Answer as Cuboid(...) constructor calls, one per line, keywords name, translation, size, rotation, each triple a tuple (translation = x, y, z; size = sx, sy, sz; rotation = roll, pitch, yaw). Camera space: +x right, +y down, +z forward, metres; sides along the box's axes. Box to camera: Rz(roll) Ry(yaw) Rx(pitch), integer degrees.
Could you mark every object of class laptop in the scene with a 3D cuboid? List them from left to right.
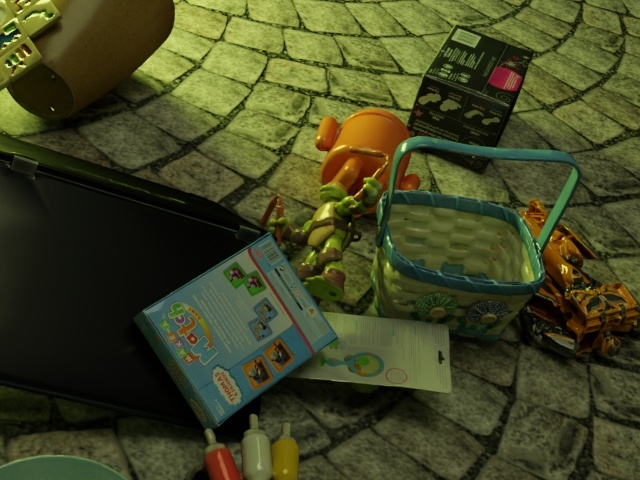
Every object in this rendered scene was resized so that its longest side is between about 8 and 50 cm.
Cuboid(name="laptop", translation=(-0.277, 0.041, 1.517), size=(0.382, 0.236, 0.408), rotation=(18, 4, -25))

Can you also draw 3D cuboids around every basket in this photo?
Cuboid(name="basket", translation=(0.198, -0.006, 1.620), size=(0.254, 0.289, 0.201), rotation=(5, 33, -12))

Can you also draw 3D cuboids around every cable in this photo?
Cuboid(name="cable", translation=(-0.065, 0.313, 1.274), size=(0.139, 0.072, 0.287), rotation=(-3, 41, -18))

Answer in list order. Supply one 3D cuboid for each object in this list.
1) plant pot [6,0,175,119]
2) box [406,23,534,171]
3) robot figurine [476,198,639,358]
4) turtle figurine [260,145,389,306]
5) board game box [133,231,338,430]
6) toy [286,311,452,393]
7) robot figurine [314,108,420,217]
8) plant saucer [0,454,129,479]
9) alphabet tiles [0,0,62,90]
Cuboid(name="plant pot", translation=(-0.383, -0.313, 1.869), size=(0.237, 0.237, 0.254), rotation=(19, 49, 3))
Cuboid(name="box", translation=(0.262, -0.256, 2.108), size=(0.163, 0.142, 0.247), rotation=(22, 35, 8))
Cuboid(name="robot figurine", translation=(0.352, 0.059, 1.775), size=(0.211, 0.085, 0.291), rotation=(-11, 44, -32))
Cuboid(name="turtle figurine", translation=(0.000, 0.000, 1.650), size=(0.087, 0.269, 0.217), rotation=(36, 50, -31))
Cuboid(name="board game box", translation=(-0.098, 0.106, 1.436), size=(0.211, 0.039, 0.160), rotation=(-33, 90, -38))
Cuboid(name="toy", translation=(0.047, 0.155, 1.544), size=(0.237, 0.056, 0.137), rotation=(9, 36, -3))
Cuboid(name="robot figurine", translation=(0.076, -0.125, 1.870), size=(0.158, 0.128, 0.219), rotation=(2, 34, 15))
Cuboid(name="plant saucer", translation=(-0.245, 0.281, 1.071), size=(0.195, 0.037, 0.195), rotation=(7, 41, -6))
Cuboid(name="alphabet tiles", translation=(-0.552, -0.317, 1.812), size=(0.285, 0.011, 0.342), rotation=(-36, 53, -3))
